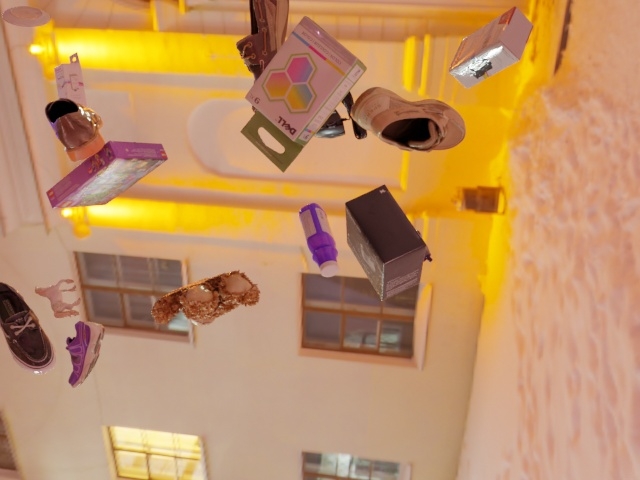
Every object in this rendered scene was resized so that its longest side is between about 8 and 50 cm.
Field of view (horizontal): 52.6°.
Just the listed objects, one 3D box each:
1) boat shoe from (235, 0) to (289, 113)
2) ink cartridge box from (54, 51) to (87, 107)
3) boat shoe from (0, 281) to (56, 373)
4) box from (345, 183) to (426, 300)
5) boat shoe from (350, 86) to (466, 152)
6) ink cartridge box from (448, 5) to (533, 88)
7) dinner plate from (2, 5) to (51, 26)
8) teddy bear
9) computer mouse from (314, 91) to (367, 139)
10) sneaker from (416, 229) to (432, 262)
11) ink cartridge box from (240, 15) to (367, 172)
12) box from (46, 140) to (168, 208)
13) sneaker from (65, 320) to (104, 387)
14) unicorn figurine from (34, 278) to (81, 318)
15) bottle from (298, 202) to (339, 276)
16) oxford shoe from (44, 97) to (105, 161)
[{"bbox_3d":[-0.161,-0.487,1.671,0.123,0.123,0.341,169,109,-69],"label":"boat shoe"},{"bbox_3d":[-0.893,-0.563,2.301,0.115,0.067,0.198,5,103,53],"label":"ink cartridge box"},{"bbox_3d":[-0.849,0.242,1.837,0.301,0.108,0.102,52,148,22],"label":"boat shoe"},{"bbox_3d":[0.123,0.006,1.259,0.156,0.093,0.158,59,168,29],"label":"box"},{"bbox_3d":[0.213,-0.236,1.404,0.110,0.341,0.121,55,127,33],"label":"boat shoe"},{"bbox_3d":[0.410,-0.463,1.565,0.175,0.072,0.127,-20,38,57],"label":"ink cartridge box"},{"bbox_3d":[-0.922,-0.708,2.031,0.141,0.141,0.017,-77,3,-49],"label":"dinner plate"},{"bbox_3d":[-0.262,0.147,1.522,0.245,0.338,0.113,-20,-89,-39],"label":"teddy bear"},{"bbox_3d":[0.010,-0.372,1.884,0.060,0.262,0.184,-42,-55,-25],"label":"computer mouse"},{"bbox_3d":[0.259,0.019,1.912,0.098,0.083,0.224,53,178,-12],"label":"sneaker"},{"bbox_3d":[-0.039,-0.219,0.987,0.209,0.109,0.062,-50,-14,14],"label":"ink cartridge box"},{"bbox_3d":[-0.604,-0.184,1.835,0.201,0.293,0.057,-11,-106,-61],"label":"box"},{"bbox_3d":[-0.513,0.239,1.385,0.068,0.071,0.169,-77,9,-68],"label":"sneaker"},{"bbox_3d":[-0.756,0.159,1.862,0.162,0.111,0.060,52,152,41],"label":"unicorn figurine"},{"bbox_3d":[0.000,0.000,2.272,0.118,0.092,0.282,47,-160,-49],"label":"bottle"},{"bbox_3d":[-0.668,-0.333,1.740,0.364,0.130,0.132,40,159,53],"label":"oxford shoe"}]
